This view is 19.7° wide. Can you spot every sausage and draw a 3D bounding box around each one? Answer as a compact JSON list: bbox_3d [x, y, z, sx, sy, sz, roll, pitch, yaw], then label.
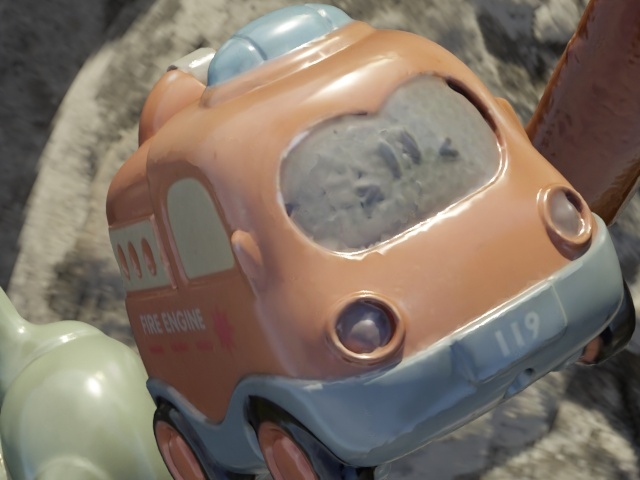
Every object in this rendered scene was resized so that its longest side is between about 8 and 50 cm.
[{"bbox_3d":[0.224,-0.141,1.243,0.097,0.094,0.348,28,123,4],"label":"sausage"}]

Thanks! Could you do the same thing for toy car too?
[{"bbox_3d":[0.000,0.000,0.867,0.180,0.270,0.212,-29,98,-25],"label":"toy car"}]

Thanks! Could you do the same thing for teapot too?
[{"bbox_3d":[-0.186,0.122,1.296,0.149,0.220,0.318,-25,63,-5],"label":"teapot"}]
